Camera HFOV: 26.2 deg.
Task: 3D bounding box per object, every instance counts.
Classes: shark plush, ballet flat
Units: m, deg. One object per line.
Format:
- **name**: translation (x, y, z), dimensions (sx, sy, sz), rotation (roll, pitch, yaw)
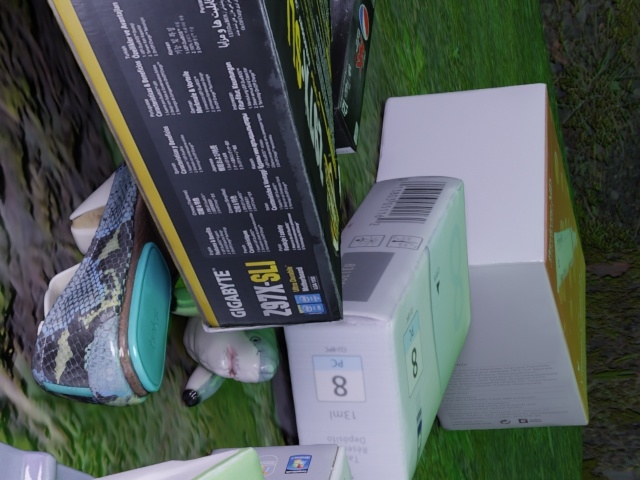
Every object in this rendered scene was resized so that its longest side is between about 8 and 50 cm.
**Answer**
- **shark plush**: translation (-0.040, 0.054, 0.853), dimensions (0.161, 0.067, 0.073), rotation (-29, 114, -73)
- **ballet flat**: translation (-0.099, 0.006, 0.671), dimensions (0.188, 0.070, 0.070), rotation (-79, 159, -53)

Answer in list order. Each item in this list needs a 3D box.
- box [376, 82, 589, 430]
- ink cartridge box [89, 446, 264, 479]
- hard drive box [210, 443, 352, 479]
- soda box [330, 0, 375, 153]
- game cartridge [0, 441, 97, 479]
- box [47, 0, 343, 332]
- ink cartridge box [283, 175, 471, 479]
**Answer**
- **box**: translation (0.179, 0.030, 1.445), dimensions (0.345, 0.168, 0.215), rotation (63, 28, -53)
- **ink cartridge box**: translation (-0.051, 0.252, 0.357), dimensions (0.207, 0.119, 0.353), rotation (-12, 87, -76)
- **hard drive box**: translation (-0.031, 0.259, 0.788), dimensions (0.232, 0.089, 0.181), rotation (-69, 150, -58)
- **soda box**: translation (0.003, -0.145, 1.073), dimensions (0.053, 0.060, 0.169), rotation (65, 27, -49)
- **game cartridge**: translation (-0.165, 0.155, 0.412), dimensions (0.355, 0.068, 0.230), rotation (48, 36, -65)
- **box**: translation (-0.046, -0.142, 0.589), dimensions (0.322, 0.079, 0.257), rotation (75, 13, -62)
- **ink cartridge box**: translation (0.070, 0.174, 1.151), dimensions (0.308, 0.091, 0.385), rotation (-56, 141, -64)
